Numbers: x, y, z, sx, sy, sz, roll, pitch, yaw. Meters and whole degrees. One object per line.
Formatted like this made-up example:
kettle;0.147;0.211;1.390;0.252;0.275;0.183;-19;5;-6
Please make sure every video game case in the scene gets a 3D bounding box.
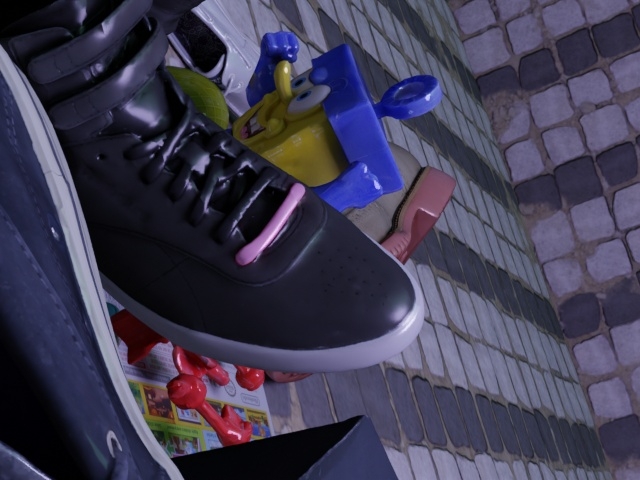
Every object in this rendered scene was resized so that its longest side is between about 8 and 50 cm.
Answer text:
video game case;-0.085;0.126;0.815;0.227;0.026;0.206;30;41;-64

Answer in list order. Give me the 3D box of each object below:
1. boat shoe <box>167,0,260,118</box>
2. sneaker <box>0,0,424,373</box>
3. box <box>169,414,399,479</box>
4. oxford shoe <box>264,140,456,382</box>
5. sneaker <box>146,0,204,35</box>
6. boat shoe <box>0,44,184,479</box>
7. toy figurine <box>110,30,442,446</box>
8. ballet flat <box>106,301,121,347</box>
boat shoe;-0.087;-0.158;1.083;0.184;0.066;0.063;59;30;-27
sneaker;-0.079;-0.044;0.612;0.104;0.295;0.147;-52;162;-33
box;-0.015;0.234;0.603;0.103;0.184;0.261;-36;103;-54
oxford shoe;0.000;0.000;1.107;0.146;0.140;0.397;37;24;3
sneaker;-0.144;-0.308;0.956;0.109;0.130;0.286;-35;101;-52
boat shoe;-0.125;0.124;0.458;0.500;0.186;0.156;66;19;13
toy figurine;-0.011;-0.043;0.825;0.191;0.217;0.362;55;11;-24
ballet flat;-0.151;0.079;0.656;0.168;0.057;0.052;-44;140;-68
